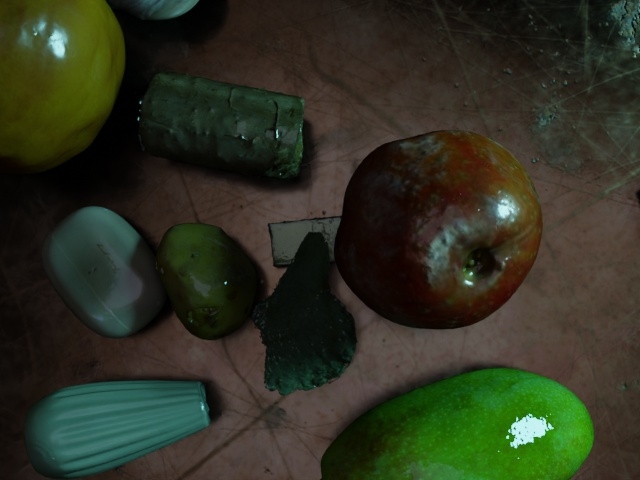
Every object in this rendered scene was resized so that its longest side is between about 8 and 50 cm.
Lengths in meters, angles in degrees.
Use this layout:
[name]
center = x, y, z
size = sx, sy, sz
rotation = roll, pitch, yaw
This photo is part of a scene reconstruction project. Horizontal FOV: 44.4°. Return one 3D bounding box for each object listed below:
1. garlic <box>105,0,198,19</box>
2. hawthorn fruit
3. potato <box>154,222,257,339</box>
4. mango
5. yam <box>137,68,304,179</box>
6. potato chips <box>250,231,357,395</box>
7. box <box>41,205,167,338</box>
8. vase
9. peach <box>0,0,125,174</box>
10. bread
[garlic]
center = -0.289, -0.439, 1.191
size = 0.256, 0.207, 0.207
rotation = 3, 83, 40
[hawthorn fruit]
center = 0.156, -0.011, 1.041
size = 0.284, 0.284, 0.284
rotation = -1, 84, 5
[potato]
center = -0.161, 0.053, 1.116
size = 0.137, 0.137, 0.176
rotation = -27, 93, 1
[mango]
center = 0.184, 0.296, 1.029
size = 0.382, 0.201, 0.225
rotation = -18, 60, -8
[yam]
center = -0.132, -0.167, 1.140
size = 0.238, 0.128, 0.129
rotation = 10, 119, 11
[potato chips]
center = -0.023, 0.105, 1.116
size = 0.167, 0.059, 0.228
rotation = -11, 93, 31
[box]
center = -0.316, 0.046, 1.149
size = 0.146, 0.088, 0.200
rotation = -39, 81, -2
[vase]
center = -0.281, 0.257, 1.110
size = 0.248, 0.128, 0.128
rotation = -11, 83, -6
[peach]
center = -0.437, -0.248, 1.068
size = 0.343, 0.343, 0.302
rotation = 19, 83, 7
[bread]
center = 0.000, 0.000, 1.159
size = 0.153, 0.028, 0.068
rotation = -6, 84, 4
